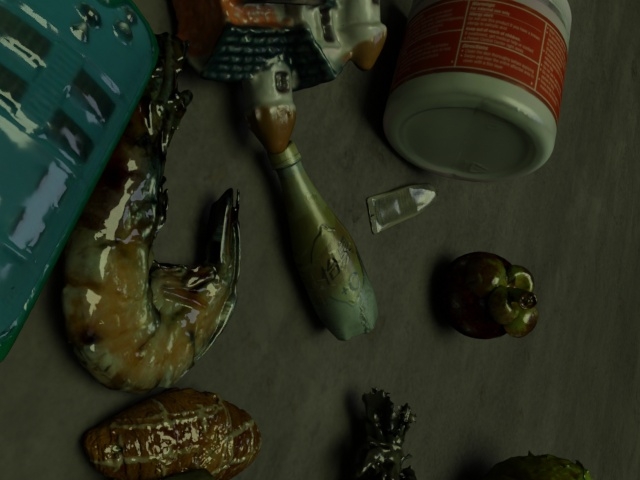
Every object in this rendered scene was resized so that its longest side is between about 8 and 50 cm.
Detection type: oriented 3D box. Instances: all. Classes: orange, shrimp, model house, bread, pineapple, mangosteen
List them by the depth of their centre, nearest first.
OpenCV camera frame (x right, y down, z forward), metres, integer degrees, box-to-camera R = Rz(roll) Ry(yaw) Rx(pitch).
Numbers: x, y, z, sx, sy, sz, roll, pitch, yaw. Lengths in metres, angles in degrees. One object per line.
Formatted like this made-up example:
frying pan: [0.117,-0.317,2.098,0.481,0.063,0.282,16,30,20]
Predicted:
shrimp: [-0.157,-0.024,0.744,0.233,0.071,0.365,21,75,-53]
bread: [-0.132,0.209,0.753,0.233,0.075,0.105,17,77,-50]
model house: [-0.036,-0.252,0.806,0.271,0.190,0.301,-14,100,-52]
pineapple: [0.081,0.384,0.955,0.175,0.175,0.361,40,44,-42]
mangosteen: [0.287,0.081,1.181,0.155,0.181,0.146,27,51,-22]
orange: [0.360,0.504,1.218,0.301,0.223,0.300,36,77,-43]

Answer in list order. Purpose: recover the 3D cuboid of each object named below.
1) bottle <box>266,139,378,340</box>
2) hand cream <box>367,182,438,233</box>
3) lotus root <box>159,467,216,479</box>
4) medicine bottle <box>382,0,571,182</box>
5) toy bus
bottle: [0.000,0.000,0.915,0.083,0.083,0.270,-41,118,-43]
hand cream: [0.130,-0.058,1.124,0.165,0.037,0.057,-21,105,-41]
lotus root: [-0.134,0.351,0.673,0.119,0.138,0.235,-7,105,-46]
medicine bottle: [0.238,-0.245,1.085,0.252,0.252,0.241,36,62,-43]
toy bus: [-0.261,-0.074,0.519,0.183,0.199,0.344,41,56,-40]
